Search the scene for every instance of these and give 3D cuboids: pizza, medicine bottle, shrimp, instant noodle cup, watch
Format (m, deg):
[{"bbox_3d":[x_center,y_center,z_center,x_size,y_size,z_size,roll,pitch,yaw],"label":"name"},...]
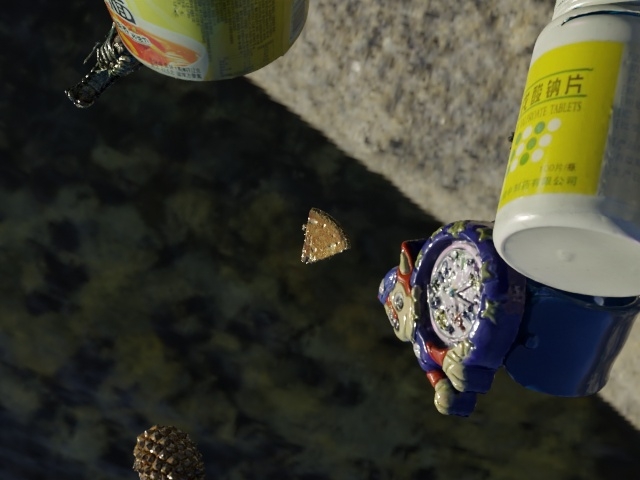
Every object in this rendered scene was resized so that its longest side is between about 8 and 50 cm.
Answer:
[{"bbox_3d":[0.001,0.000,1.830,0.078,0.025,0.083,-47,72,18],"label":"pizza"},{"bbox_3d":[0.227,-0.096,0.992,0.143,0.258,0.143,15,158,6],"label":"medicine bottle"},{"bbox_3d":[-0.290,-0.262,1.792,0.082,0.076,0.174,44,101,-9],"label":"shrimp"},{"bbox_3d":[-0.115,-0.296,1.245,0.264,0.264,0.200,9,149,9],"label":"instant noodle cup"},{"bbox_3d":[0.188,0.059,1.193,0.200,0.196,0.171,5,127,-25],"label":"watch"}]

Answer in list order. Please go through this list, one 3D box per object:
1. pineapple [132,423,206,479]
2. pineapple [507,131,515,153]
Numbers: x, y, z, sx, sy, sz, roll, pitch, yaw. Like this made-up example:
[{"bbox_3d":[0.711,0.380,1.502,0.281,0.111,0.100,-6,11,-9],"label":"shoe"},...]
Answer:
[{"bbox_3d":[-0.168,0.305,1.552,0.083,0.221,0.103,-31,131,-4],"label":"pineapple"},{"bbox_3d":[0.279,-0.149,1.553,0.058,0.058,0.124,35,100,-18],"label":"pineapple"}]
